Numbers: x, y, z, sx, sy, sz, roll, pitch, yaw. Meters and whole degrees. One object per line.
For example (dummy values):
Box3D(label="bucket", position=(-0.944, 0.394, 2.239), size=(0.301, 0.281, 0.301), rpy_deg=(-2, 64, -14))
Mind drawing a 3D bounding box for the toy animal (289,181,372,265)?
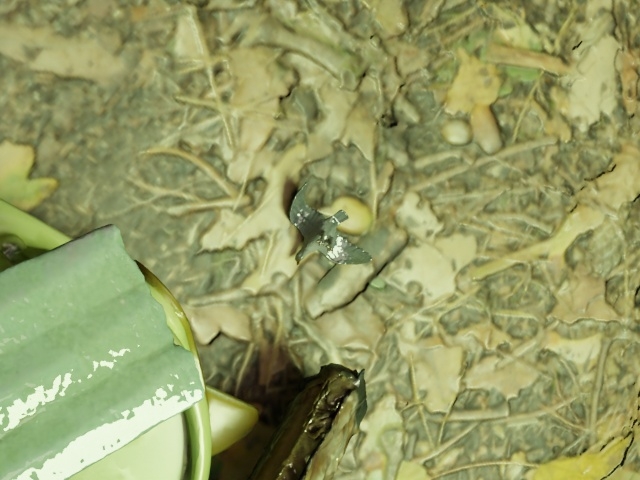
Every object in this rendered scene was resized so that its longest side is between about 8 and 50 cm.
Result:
Box3D(label="toy animal", position=(0.000, 0.000, 0.757), size=(0.084, 0.028, 0.050), rpy_deg=(49, 67, -23))

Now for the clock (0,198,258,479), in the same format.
Box3D(label="clock", position=(-0.200, 0.125, 0.624), size=(0.348, 0.117, 0.286), rpy_deg=(24, 87, -28))

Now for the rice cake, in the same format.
Box3D(label="rice cake", position=(-0.184, 0.089, 0.522), size=(0.237, 0.043, 0.127), rpy_deg=(-32, 98, -27))

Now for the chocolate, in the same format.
Box3D(label="chocolate", position=(-0.057, 0.225, 0.685), size=(0.329, 0.065, 0.102), rpy_deg=(-60, 163, -29))
